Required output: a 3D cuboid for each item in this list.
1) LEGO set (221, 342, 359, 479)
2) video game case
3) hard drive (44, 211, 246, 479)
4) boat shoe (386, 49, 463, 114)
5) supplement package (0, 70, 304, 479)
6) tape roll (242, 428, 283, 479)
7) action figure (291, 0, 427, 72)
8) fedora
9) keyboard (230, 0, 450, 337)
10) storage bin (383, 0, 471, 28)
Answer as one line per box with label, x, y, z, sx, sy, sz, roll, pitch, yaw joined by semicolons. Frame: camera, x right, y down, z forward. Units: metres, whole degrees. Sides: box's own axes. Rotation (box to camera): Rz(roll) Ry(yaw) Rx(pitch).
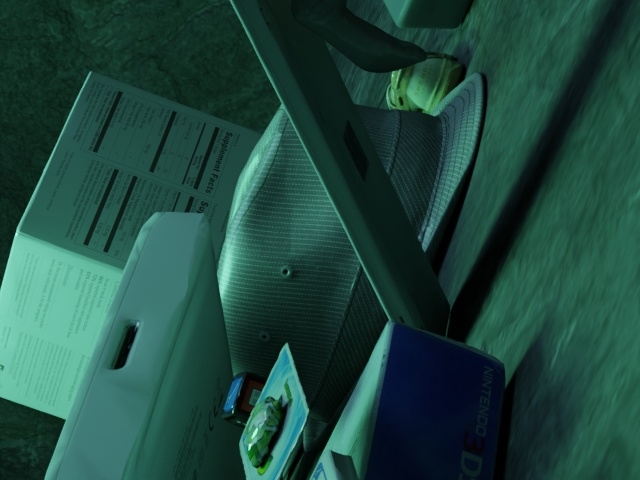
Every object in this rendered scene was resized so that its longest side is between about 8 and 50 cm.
LEGO set;-0.023;0.145;0.705;0.244;0.060;0.182;-114;47;-70
video game case;-0.004;0.210;0.738;0.269;0.061;0.244;-75;8;-48
hard drive;-0.088;0.192;1.096;0.233;0.047;0.353;-75;-16;-49
boat shoe;0.069;-0.116;1.322;0.153;0.048;0.056;-108;37;-82
supplement package;-0.110;0.035;1.456;0.199;0.262;0.198;114;174;-45
tape roll;-0.101;0.210;1.311;0.219;0.072;0.219;11;-90;-71
action figure;0.028;-0.276;0.735;0.341;0.178;0.330;88;-179;-74
fedora;0.000;0.000;1.179;0.244;0.124;0.275;-79;10;-58
keyboard;0.014;-0.037;0.879;0.072;0.014;0.256;-83;-28;-52
storage bin;0.090;-0.226;1.359;0.135;0.098;0.091;115;145;-47
